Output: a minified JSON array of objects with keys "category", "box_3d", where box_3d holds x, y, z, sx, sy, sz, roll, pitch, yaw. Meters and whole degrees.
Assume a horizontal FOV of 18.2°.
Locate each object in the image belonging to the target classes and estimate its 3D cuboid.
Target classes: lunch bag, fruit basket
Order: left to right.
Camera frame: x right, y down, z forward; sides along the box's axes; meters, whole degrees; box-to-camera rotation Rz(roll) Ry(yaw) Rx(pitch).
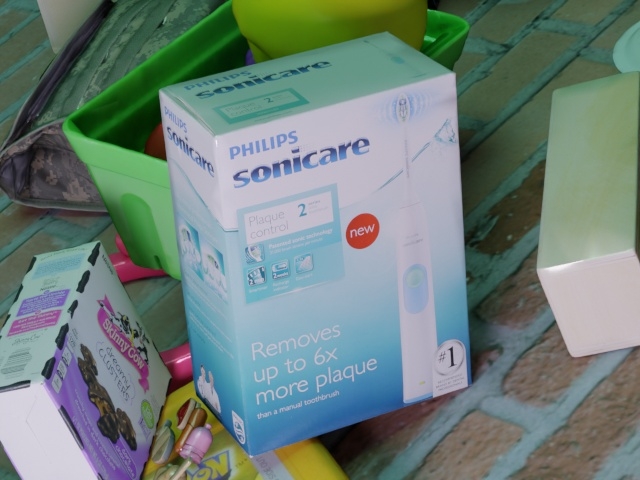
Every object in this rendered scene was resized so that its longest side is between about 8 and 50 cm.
[{"category":"lunch bag","box_3d":[-0.217,-0.155,2.196,0.287,0.169,0.235,-7,39,39]},{"category":"fruit basket","box_3d":[-0.030,-0.168,1.844,0.283,0.392,0.392,18,50,28]}]

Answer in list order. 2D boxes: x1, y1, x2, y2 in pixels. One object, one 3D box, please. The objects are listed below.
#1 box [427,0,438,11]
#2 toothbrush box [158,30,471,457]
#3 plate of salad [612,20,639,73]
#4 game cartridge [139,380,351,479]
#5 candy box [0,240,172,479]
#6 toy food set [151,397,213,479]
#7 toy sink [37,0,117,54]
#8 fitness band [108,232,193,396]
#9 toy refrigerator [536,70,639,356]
[{"category":"box","box_3d":[0.031,-0.258,2.250,0.180,0.077,0.147,-10,36,23]},{"category":"toothbrush box","box_3d":[0.000,0.000,1.657,0.216,0.295,0.126,-15,27,-22]},{"category":"plate of salad","box_3d":[0.384,-0.186,1.939,0.199,0.048,0.200,-10,30,6]},{"category":"game cartridge","box_3d":[-0.120,0.241,1.667,0.285,0.053,0.324,-30,33,-8]},{"category":"candy box","box_3d":[-0.206,0.125,1.704,0.070,0.165,0.196,-14,33,19]},{"category":"toy food set","box_3d":[-0.115,0.174,1.680,0.078,0.019,0.122,-49,17,22]},{"category":"toy sink","box_3d":[-0.208,-0.313,2.412,0.234,0.131,0.153,1,28,35]},{"category":"fitness band","box_3d":[-0.171,0.071,1.949,0.291,0.054,0.209,-1,42,34]},{"category":"toy refrigerator","box_3d":[0.255,-0.029,1.752,0.094,0.102,0.269,-12,34,19]}]
